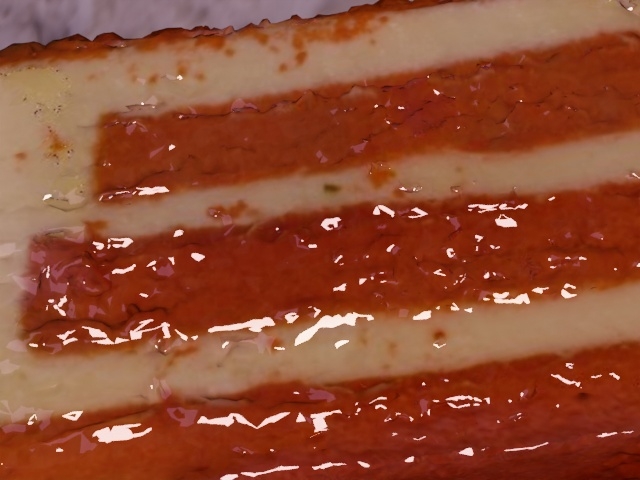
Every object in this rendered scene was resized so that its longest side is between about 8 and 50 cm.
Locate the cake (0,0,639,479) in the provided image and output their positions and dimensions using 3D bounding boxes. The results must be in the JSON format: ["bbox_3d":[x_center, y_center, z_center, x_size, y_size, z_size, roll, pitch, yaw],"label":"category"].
[{"bbox_3d":[0.000,0.000,0.405,0.262,0.160,0.158,-25,59,34],"label":"cake"}]
